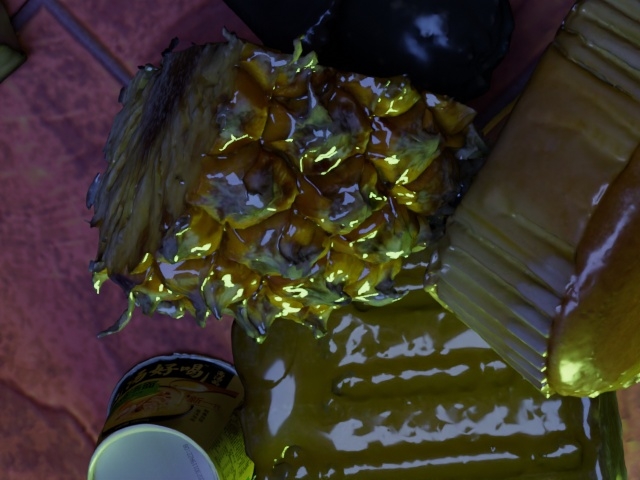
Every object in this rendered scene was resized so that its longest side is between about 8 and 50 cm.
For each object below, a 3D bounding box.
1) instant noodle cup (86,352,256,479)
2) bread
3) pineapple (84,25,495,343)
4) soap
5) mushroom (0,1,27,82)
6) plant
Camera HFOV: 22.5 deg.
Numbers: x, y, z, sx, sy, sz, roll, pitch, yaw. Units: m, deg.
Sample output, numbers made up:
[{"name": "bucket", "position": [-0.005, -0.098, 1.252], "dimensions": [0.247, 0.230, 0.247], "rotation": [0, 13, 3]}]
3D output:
[{"name": "instant noodle cup", "position": [-0.123, 0.183, 1.339], "dimensions": [0.152, 0.122, 0.151], "rotation": [4, 110, 11]}, {"name": "bread", "position": [0.206, -0.033, 1.049], "dimensions": [0.156, 0.204, 0.288], "rotation": [36, 93, 27]}, {"name": "pineapple", "position": [0.003, 0.001, 1.094], "dimensions": [0.286, 0.344, 0.208], "rotation": [18, 86, -18]}, {"name": "soap", "position": [0.081, 0.099, 1.249], "dimensions": [0.281, 0.143, 0.259], "rotation": [-7, 89, 18]}, {"name": "mushroom", "position": [-0.379, -0.139, 1.276], "dimensions": [0.236, 0.162, 0.173], "rotation": [-37, 98, 19]}, {"name": "plant", "position": [0.017, -0.181, 1.165], "dimensions": [0.256, 0.164, 0.141], "rotation": [33, 95, 20]}]
